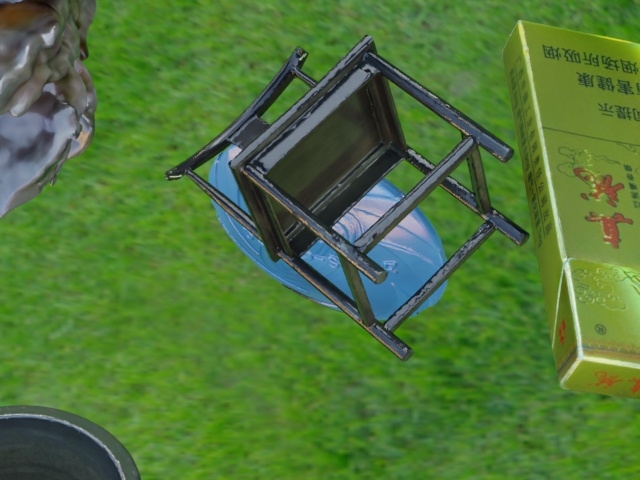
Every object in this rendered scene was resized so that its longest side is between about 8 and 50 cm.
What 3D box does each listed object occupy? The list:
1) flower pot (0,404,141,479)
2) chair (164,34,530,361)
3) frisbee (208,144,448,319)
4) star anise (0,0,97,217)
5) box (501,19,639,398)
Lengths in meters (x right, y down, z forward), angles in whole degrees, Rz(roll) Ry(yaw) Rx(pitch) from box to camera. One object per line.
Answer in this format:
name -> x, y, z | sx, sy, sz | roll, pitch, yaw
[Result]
flower pot -> -0.284, 0.284, 1.592 | 0.235, 0.235, 0.148 | 31, 136, 25
chair -> 0.009, -0.058, 1.247 | 0.154, 0.141, 0.260 | -43, 60, -15
frisbee -> 0.000, 0.000, 1.543 | 0.242, 0.242, 0.045 | 16, 56, 26
star anise -> -0.214, -0.174, 1.184 | 0.117, 0.332, 0.332 | -6, 80, -1
box -> 0.230, -0.023, 1.196 | 0.043, 0.173, 0.311 | 115, 159, -47
